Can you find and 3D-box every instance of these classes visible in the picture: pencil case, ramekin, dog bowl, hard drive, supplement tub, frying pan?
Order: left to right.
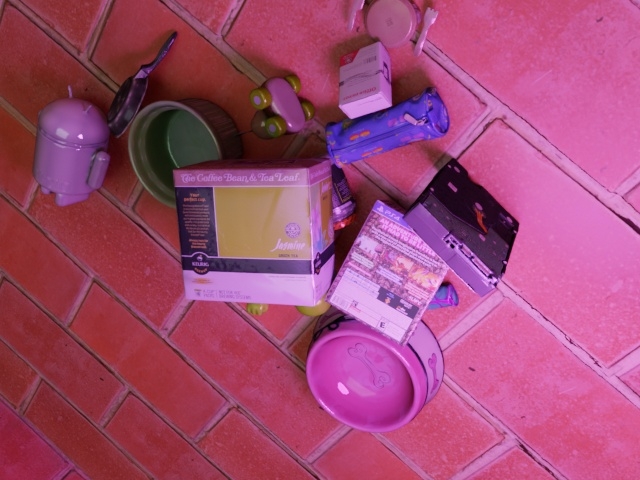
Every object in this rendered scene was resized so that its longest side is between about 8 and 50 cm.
[{"bbox_3d":[-0.501,-0.416,1.638,0.053,0.197,0.326,25,132,-33],"label":"frying pan"},{"bbox_3d":[-0.366,-0.250,1.666,0.304,0.148,0.303,10,116,21],"label":"ramekin"},{"bbox_3d":[0.020,-0.128,1.563,0.117,0.117,0.190,-16,104,30],"label":"supplement tub"},{"bbox_3d":[0.138,0.370,1.715,0.408,0.150,0.407,10,117,21],"label":"dog bowl"},{"bbox_3d":[0.154,-0.266,1.431,0.306,0.133,0.119,-14,106,30],"label":"pencil case"},{"bbox_3d":[0.288,0.158,1.597,0.152,0.070,0.064,-14,105,28],"label":"pencil case"},{"bbox_3d":[0.323,-0.041,1.332,0.237,0.339,0.064,44,122,0],"label":"hard drive"}]

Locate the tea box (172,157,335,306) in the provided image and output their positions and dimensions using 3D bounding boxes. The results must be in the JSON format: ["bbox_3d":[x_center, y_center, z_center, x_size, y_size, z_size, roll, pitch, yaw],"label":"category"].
[{"bbox_3d":[-0.149,-0.031,1.448,0.329,0.220,0.323,2,104,15],"label":"tea box"}]

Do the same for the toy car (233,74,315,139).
[{"bbox_3d":[-0.140,-0.321,1.541,0.188,0.155,0.148,-19,104,43],"label":"toy car"}]

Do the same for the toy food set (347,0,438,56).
[{"bbox_3d":[0.165,-0.511,1.377,0.192,0.038,0.132,25,128,7],"label":"toy food set"}]

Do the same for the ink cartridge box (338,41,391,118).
[{"bbox_3d":[0.104,-0.372,1.396,0.109,0.063,0.150,-12,62,28],"label":"ink cartridge box"}]

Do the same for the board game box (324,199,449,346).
[{"bbox_3d":[0.188,0.076,1.508,0.232,0.141,0.290,30,101,11],"label":"board game box"}]

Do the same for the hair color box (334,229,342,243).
[{"bbox_3d":[0.000,0.000,1.615,0.072,0.141,0.043,30,121,10],"label":"hair color box"}]

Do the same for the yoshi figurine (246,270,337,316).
[{"bbox_3d":[-0.111,0.127,1.684,0.362,0.203,0.203,8,76,31],"label":"yoshi figurine"}]

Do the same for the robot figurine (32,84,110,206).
[{"bbox_3d":[-0.747,-0.276,1.798,0.300,0.200,0.353,33,122,16],"label":"robot figurine"}]
